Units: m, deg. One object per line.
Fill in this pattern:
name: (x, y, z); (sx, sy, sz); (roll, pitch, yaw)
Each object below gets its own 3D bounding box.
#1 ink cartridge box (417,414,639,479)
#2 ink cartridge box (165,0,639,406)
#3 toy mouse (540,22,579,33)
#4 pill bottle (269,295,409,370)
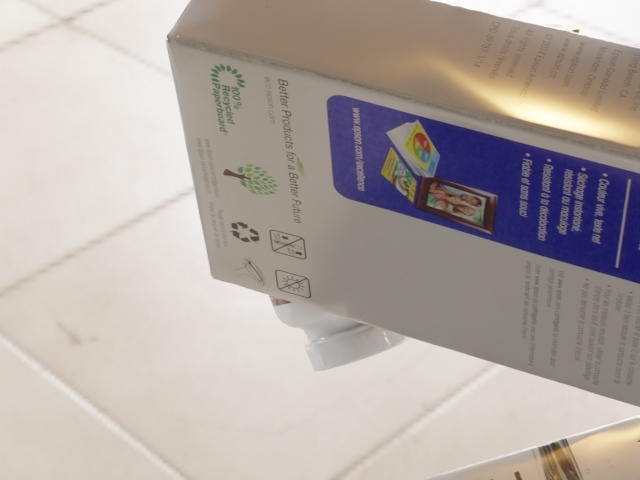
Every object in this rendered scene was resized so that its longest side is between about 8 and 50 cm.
ink cartridge box: (0.165, 0.193, 0.863); (0.237, 0.100, 0.172); (-16, 54, -5)
ink cartridge box: (0.104, -0.007, 0.674); (0.332, 0.165, 0.065); (18, 55, 16)
toy mouse: (0.117, -0.070, 1.003); (0.031, 0.143, 0.161); (24, 6, 0)
pill bottle: (0.000, 0.000, 1.016); (0.086, 0.152, 0.086); (-20, 2, 1)
